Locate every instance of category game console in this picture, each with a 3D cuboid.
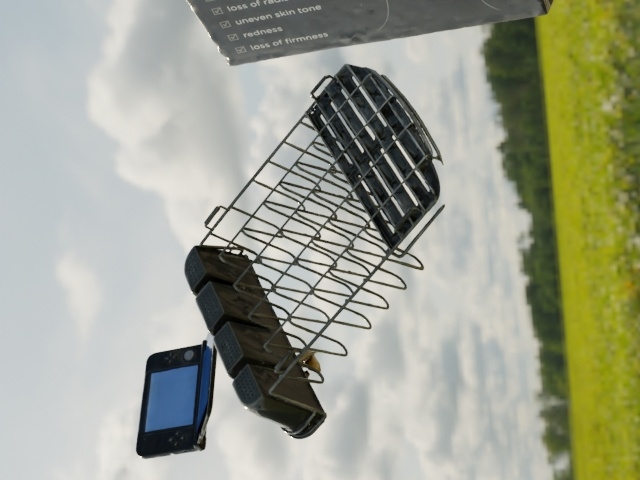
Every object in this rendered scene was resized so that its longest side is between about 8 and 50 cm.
[{"bbox_3d":[-0.138,0.139,1.303,0.071,0.107,0.122,61,-156,-47],"label":"game console"}]

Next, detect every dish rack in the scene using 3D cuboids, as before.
[{"bbox_3d":[0.000,0.000,1.084,0.074,0.271,0.208,20,-151,-41],"label":"dish rack"}]

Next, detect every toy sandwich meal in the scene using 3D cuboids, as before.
[{"bbox_3d":[-0.030,0.136,1.322,0.029,0.085,0.085,57,-173,6],"label":"toy sandwich meal"}]

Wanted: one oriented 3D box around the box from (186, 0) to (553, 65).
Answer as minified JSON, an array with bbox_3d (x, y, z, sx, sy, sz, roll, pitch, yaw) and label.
[{"bbox_3d":[0.019,-0.500,1.705,0.472,0.480,0.297,54,-147,-58],"label":"box"}]
